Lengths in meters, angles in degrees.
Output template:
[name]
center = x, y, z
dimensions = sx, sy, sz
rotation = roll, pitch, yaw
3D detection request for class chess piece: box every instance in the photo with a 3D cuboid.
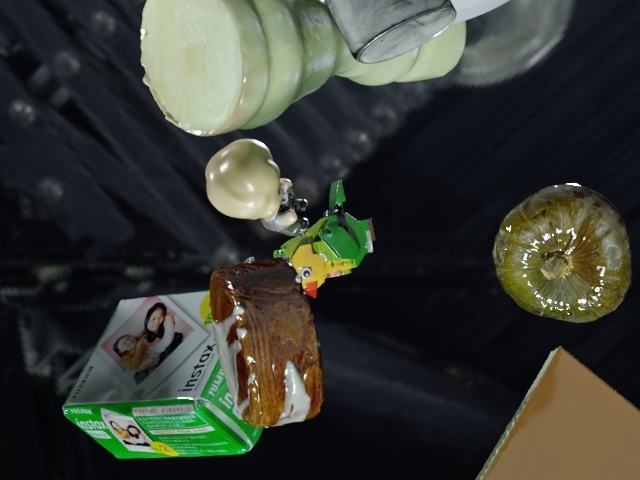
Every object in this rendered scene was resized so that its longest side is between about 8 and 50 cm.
[chess piece]
center = -0.009, -0.287, 2.056
dimensions = 0.442, 0.234, 0.234
rotation = -16, -115, -39

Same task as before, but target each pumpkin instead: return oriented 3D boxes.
[pumpkin]
center = 0.366, 0.021, 2.259
dimensions = 0.219, 0.219, 0.162
rotation = 48, -157, 1

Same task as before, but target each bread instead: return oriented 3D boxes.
[bread]
center = -0.049, 0.091, 1.338
dimensions = 0.073, 0.160, 0.160
rotation = -14, -124, -13

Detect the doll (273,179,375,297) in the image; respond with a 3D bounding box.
[doll]
center = 0.005, 0.007, 2.540
dimensions = 0.134, 0.186, 0.106
rotation = 51, 163, -12

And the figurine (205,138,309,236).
[figurine]
center = -0.077, -0.063, 2.091
dimensions = 0.196, 0.108, 0.114
rotation = 33, -130, -46

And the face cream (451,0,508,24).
[face cream]
center = 0.163, -0.436, 1.774
dimensions = 0.312, 0.219, 0.357
rotation = 39, -109, 10

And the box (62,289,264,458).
[box]
center = -0.150, 0.144, 1.639
dimensions = 0.103, 0.250, 0.180
rotation = 48, -130, -31

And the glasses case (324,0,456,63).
[glasses case]
center = 0.028, -0.322, 1.520
dimensions = 0.299, 0.114, 0.060
rotation = 65, -177, 24

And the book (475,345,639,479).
[book]
center = 0.295, 0.304, 1.323
dimensions = 0.374, 0.028, 0.262
rotation = 40, -123, -4
